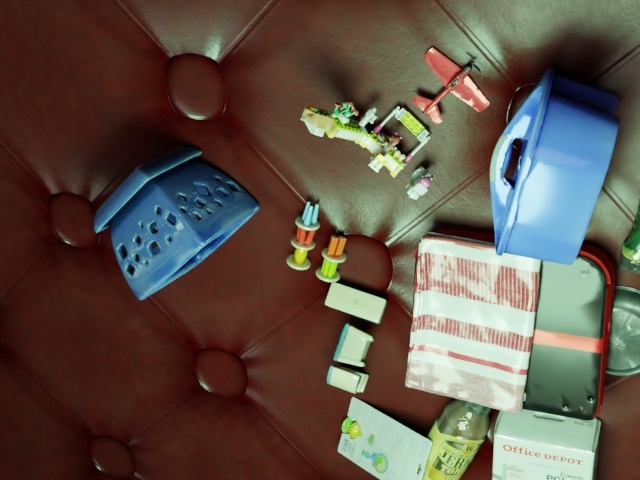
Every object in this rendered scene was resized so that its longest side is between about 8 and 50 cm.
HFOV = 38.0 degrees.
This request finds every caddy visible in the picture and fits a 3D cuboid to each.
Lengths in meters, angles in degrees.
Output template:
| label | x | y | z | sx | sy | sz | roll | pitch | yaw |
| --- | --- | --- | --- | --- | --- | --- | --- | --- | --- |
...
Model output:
| label | x | y | z | sx | sy | sz | roll | pitch | yaw |
| --- | --- | --- | --- | --- | --- | --- | --- | --- | --- |
| caddy | 0.382 | -0.124 | 1.587 | 0.179 | 0.241 | 0.341 | 15 | 120 | 8 |

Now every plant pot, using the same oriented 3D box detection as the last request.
| label | x | y | z | sx | sy | sz | roll | pitch | yaw |
| --- | --- | --- | --- | --- | --- | --- | --- | --- | --- |
| plant pot | -0.310 | -0.051 | 1.928 | 0.212 | 0.236 | 0.236 | 50 | 124 | 1 |

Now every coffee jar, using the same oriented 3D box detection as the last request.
| label | x | y | z | sx | sy | sz | roll | pitch | yaw |
| --- | --- | --- | --- | --- | --- | --- | --- | --- | --- |
| coffee jar | 0.596 | -0.022 | 1.642 | 0.096 | 0.079 | 0.184 | 16 | 120 | 11 |

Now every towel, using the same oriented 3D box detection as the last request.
| label | x | y | z | sx | sy | sz | roll | pitch | yaw |
| --- | --- | --- | --- | --- | --- | --- | --- | --- | --- |
| towel | 0.290 | 0.160 | 1.788 | 0.237 | 0.037 | 0.329 | 10 | 109 | 20 |

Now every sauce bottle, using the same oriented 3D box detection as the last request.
| label | x | y | z | sx | sy | sz | roll | pitch | yaw |
| --- | --- | --- | --- | --- | --- | --- | --- | --- | --- |
| sauce bottle | 0.290 | 0.415 | 1.982 | 0.111 | 0.111 | 0.344 | 26 | 122 | 8 |

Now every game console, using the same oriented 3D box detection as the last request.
| label | x | y | z | sx | sy | sz | roll | pitch | yaw |
| --- | --- | --- | --- | --- | --- | --- | --- | --- | --- |
| game console | 0.362 | 0.159 | 1.808 | 0.386 | 0.060 | 0.342 | 7 | 108 | 23 |

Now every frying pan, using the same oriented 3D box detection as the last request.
| label | x | y | z | sx | sy | sz | roll | pitch | yaw |
| --- | --- | --- | --- | --- | --- | --- | --- | --- | --- |
| frying pan | 0.519 | 0.200 | 1.815 | 0.326 | 0.053 | 0.197 | -20 | 105 | 27 |

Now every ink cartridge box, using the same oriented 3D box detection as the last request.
| label | x | y | z | sx | sy | sz | roll | pitch | yaw |
| --- | --- | --- | --- | --- | --- | --- | --- | --- | --- |
| ink cartridge box | 0.467 | 0.499 | 1.947 | 0.207 | 0.117 | 0.283 | 7 | 118 | 20 |

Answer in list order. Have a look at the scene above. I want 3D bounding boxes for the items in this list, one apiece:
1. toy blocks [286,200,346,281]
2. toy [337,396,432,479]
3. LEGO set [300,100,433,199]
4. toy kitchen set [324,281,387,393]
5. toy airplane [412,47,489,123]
| label | x | y | z | sx | sy | sz | roll | pitch | yaw |
| --- | --- | --- | --- | --- | --- | --- | --- | --- | --- |
| toy blocks | 0.000 | 0.000 | 1.922 | 0.123 | 0.054 | 0.148 | 22 | 122 | 12 |
| toy | 0.149 | 0.454 | 2.056 | 0.237 | 0.056 | 0.137 | 22 | 102 | 39 |
| LEGO set | 0.103 | -0.204 | 1.724 | 0.287 | 0.132 | 0.107 | 33 | 121 | -23 |
| toy kitchen set | 0.060 | 0.212 | 2.005 | 0.122 | 0.166 | 0.207 | 19 | 85 | 12 |
| toy airplane | 0.229 | -0.275 | 1.695 | 0.151 | 0.028 | 0.151 | 10 | 120 | 17 |
